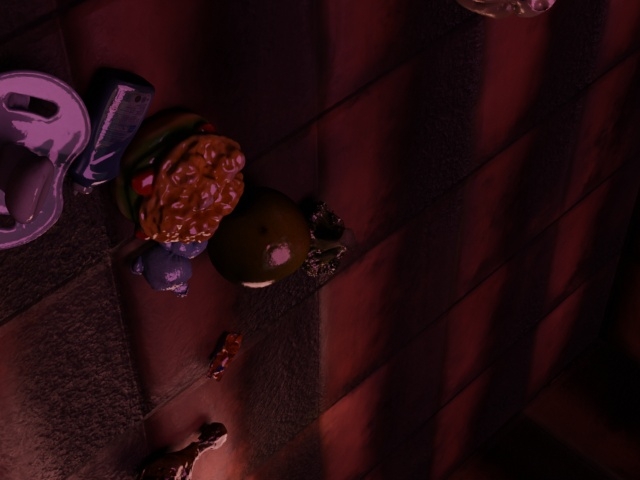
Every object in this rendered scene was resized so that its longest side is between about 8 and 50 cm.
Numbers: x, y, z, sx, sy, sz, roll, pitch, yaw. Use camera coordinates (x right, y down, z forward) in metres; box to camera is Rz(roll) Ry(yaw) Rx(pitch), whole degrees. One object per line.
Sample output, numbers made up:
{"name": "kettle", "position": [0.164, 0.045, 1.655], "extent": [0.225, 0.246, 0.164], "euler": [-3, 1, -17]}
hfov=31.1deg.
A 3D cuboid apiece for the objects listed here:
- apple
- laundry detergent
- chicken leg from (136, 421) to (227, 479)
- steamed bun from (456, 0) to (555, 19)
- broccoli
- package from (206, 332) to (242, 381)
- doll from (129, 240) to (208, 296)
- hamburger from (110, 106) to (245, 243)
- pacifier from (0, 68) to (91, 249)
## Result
{"name": "apple", "position": [-0.114, -0.008, 2.111], "extent": [0.196, 0.196, 0.157], "euler": [-41, 119, -22]}
{"name": "laundry detergent", "position": [-0.330, -0.158, 1.760], "extent": [0.097, 0.061, 0.206], "euler": [0, 122, -58]}
{"name": "chicken leg", "position": [-0.297, 0.476, 2.475], "extent": [0.251, 0.087, 0.107], "euler": [-38, 169, -38]}
{"name": "steamed bun", "position": [0.329, -0.596, 2.056], "extent": [0.325, 0.230, 0.372], "euler": [-25, 113, -6]}
{"name": "broccoli", "position": [0.000, 0.000, 2.339], "extent": [0.162, 0.138, 0.145], "euler": [26, 67, -47]}
{"name": "package", "position": [-0.200, 0.244, 2.404], "extent": [0.077, 0.033, 0.110], "euler": [28, 92, -51]}
{"name": "doll", "position": [-0.259, 0.006, 2.046], "extent": [0.120, 0.075, 0.179], "euler": [30, 73, -24]}
{"name": "hamburger", "position": [-0.226, -0.090, 1.896], "extent": [0.237, 0.149, 0.237], "euler": [-37, 148, -28]}
{"name": "pacifier", "position": [-0.423, -0.090, 1.559], "extent": [0.227, 0.207, 0.279], "euler": [9, 115, -39]}
